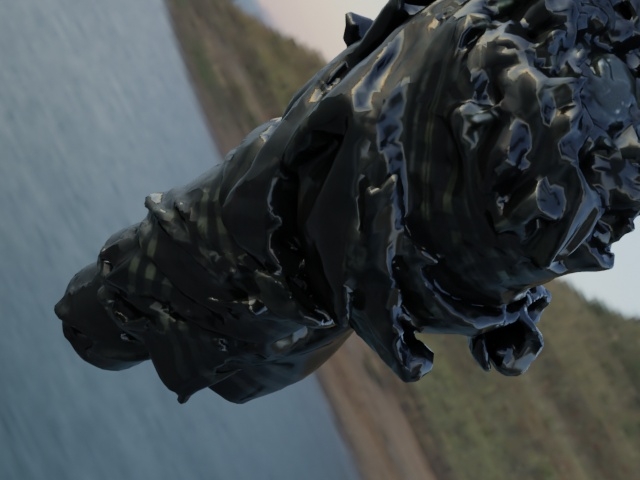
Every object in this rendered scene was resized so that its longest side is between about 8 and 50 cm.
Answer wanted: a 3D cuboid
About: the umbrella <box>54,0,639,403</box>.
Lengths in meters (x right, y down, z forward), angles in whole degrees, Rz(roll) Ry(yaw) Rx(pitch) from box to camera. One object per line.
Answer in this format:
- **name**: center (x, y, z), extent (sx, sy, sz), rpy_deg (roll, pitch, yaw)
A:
- **umbrella**: center (-0.001, 0.009, 0.596), extent (0.128, 0.337, 0.154), rpy_deg (39, 43, -20)
